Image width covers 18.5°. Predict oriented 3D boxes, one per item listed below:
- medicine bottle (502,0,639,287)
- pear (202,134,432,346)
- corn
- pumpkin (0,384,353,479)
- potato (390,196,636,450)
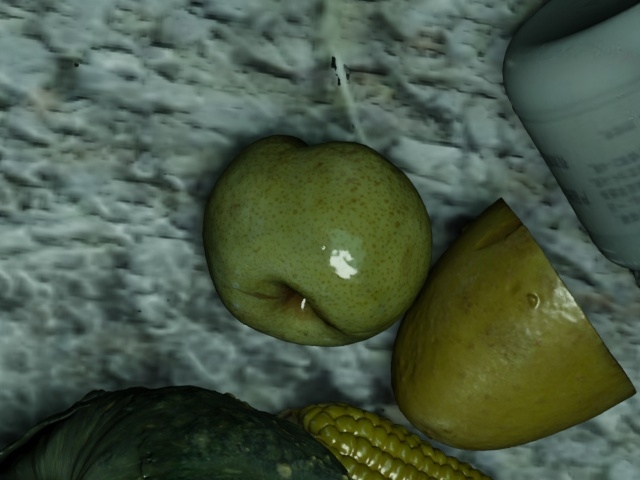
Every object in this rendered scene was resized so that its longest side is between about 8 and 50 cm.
[{"bbox_3d":[0.302,-0.065,1.446,0.245,0.245,0.306,-35,104,-13],"label":"medicine bottle"},{"bbox_3d":[0.000,0.000,1.406,0.167,0.167,0.136,35,55,-12],"label":"pear"},{"bbox_3d":[0.079,0.212,1.452,0.322,0.119,0.119,29,82,-17],"label":"corn"},{"bbox_3d":[-0.115,0.242,1.291,0.328,0.291,0.257,-45,126,8],"label":"pumpkin"},{"bbox_3d":[0.124,0.080,1.434,0.158,0.203,0.178,-36,102,1],"label":"potato"}]
